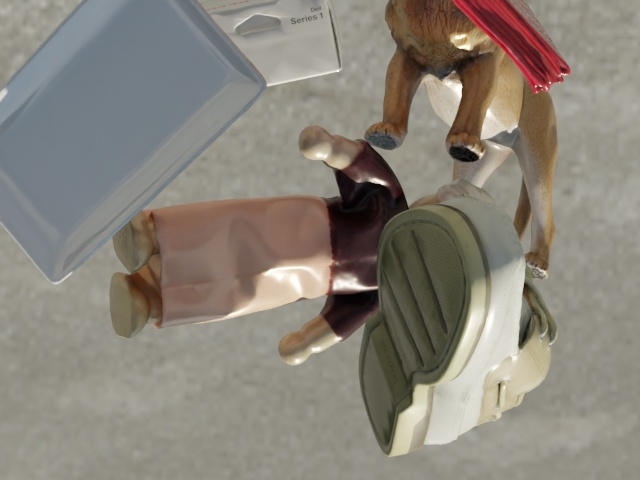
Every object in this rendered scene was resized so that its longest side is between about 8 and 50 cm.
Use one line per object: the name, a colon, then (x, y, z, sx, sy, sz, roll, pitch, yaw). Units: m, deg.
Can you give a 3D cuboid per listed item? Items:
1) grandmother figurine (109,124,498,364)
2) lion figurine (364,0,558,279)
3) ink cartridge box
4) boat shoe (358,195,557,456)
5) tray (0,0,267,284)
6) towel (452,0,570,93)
grandmother figurine: (0.000, 0.000, 1.532, 0.342, 0.104, 0.208, -4, 125, -20)
lion figurine: (0.147, -0.139, 1.667, 0.142, 0.240, 0.392, 7, 153, 18)
ink cartridge box: (-0.061, -0.228, 1.993, 0.160, 0.219, 0.093, -12, 105, 4)
boat shoe: (0.097, 0.051, 1.211, 0.103, 0.113, 0.302, -13, 159, -13)
tray: (-0.165, -0.095, 1.407, 0.270, 0.030, 0.145, -40, 90, 31)
towel: (0.083, -0.230, 1.354, 0.031, 0.275, 0.199, -40, 120, 13)
